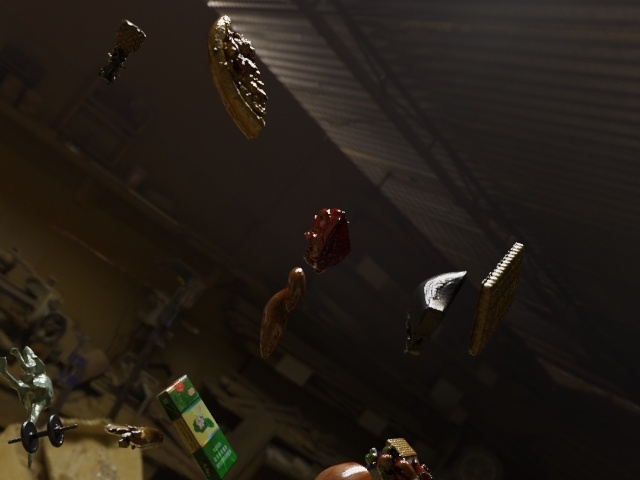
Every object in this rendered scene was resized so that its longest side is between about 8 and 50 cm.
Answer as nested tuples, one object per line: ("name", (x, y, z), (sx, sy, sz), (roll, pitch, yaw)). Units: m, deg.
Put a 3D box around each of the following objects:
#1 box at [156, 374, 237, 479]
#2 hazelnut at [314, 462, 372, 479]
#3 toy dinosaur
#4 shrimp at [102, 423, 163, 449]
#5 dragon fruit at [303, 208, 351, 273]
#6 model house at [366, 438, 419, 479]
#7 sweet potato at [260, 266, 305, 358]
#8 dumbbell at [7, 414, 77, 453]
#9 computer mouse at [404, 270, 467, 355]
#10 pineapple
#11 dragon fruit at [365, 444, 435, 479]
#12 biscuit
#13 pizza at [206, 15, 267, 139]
("box", (-0.279, 0.430, 1.729), (0.235, 0.034, 0.132), (58, 12, 1))
("hazelnut", (0.050, 0.666, 1.939), (0.214, 0.214, 0.176), (43, 15, -53))
("toy dinosaur", (-0.732, 0.386, 1.907), (0.393, 0.092, 0.206), (58, -13, 35))
("shrimp", (-0.415, 0.430, 1.653), (0.132, 0.052, 0.187), (5, -16, 0))
("dragon fruit", (0.000, 0.000, 1.516), (0.083, 0.106, 0.162), (34, -19, 17))
("model house", (0.160, 0.494, 1.666), (0.087, 0.100, 0.100), (15, 50, -58))
("sweet potato", (-0.081, 0.140, 1.508), (0.058, 0.202, 0.055), (30, -19, -16))
("dumbbell", (-0.571, 0.398, 1.556), (0.069, 0.147, 0.069), (-14, 90, -89))
("computer mouse", (0.238, 0.149, 1.667), (0.088, 0.147, 0.264), (28, 35, 9))
("pineapple", (-0.383, -0.352, 1.427), (0.058, 0.124, 0.058), (35, 2, -1))
("dragon fruit", (0.164, 0.478, 1.524), (0.142, 0.138, 0.175), (-27, -78, 49))
("biscuit", (0.378, 0.122, 1.607), (0.029, 0.172, 0.254), (19, 31, 25))
("pizza", (-0.152, -0.307, 1.386), (0.127, 0.058, 0.247), (25, 50, -54))
